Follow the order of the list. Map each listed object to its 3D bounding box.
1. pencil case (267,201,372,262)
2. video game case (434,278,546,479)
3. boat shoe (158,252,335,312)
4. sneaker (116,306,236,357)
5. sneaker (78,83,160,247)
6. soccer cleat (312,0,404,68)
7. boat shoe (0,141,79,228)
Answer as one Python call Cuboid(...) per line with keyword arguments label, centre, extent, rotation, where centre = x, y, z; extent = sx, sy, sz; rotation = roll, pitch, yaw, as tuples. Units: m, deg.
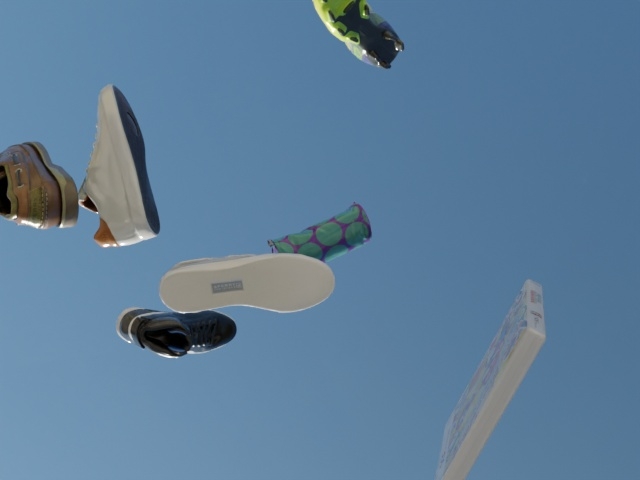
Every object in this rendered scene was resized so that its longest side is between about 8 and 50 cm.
Cuboid(label="pencil case", centre=(0.000, 0.000, 1.356), extent=(0.151, 0.064, 0.070), rotation=(-23, -133, -9))
Cuboid(label="video game case", centre=(0.196, 0.169, 1.060), extent=(0.026, 0.206, 0.227), rotation=(27, -74, 5))
Cuboid(label="boat shoe", centre=(-0.078, 0.042, 0.980), extent=(0.184, 0.066, 0.063), rotation=(-9, -159, 1))
Cuboid(label="sneaker", centre=(-0.215, 0.160, 1.507), extent=(0.121, 0.216, 0.079), rotation=(17, -81, 55))
Cuboid(label="sneaker", centre=(-0.352, -0.124, 1.503), extent=(0.123, 0.106, 0.290), rotation=(-19, -115, 8))
Cuboid(label="soccer cleat", centre=(0.043, -0.392, 1.589), extent=(0.121, 0.289, 0.093), rotation=(41, -86, 34))
Cuboid(label="boat shoe", centre=(-0.481, -0.094, 1.448), extent=(0.307, 0.104, 0.111), rotation=(21, -68, 54))
